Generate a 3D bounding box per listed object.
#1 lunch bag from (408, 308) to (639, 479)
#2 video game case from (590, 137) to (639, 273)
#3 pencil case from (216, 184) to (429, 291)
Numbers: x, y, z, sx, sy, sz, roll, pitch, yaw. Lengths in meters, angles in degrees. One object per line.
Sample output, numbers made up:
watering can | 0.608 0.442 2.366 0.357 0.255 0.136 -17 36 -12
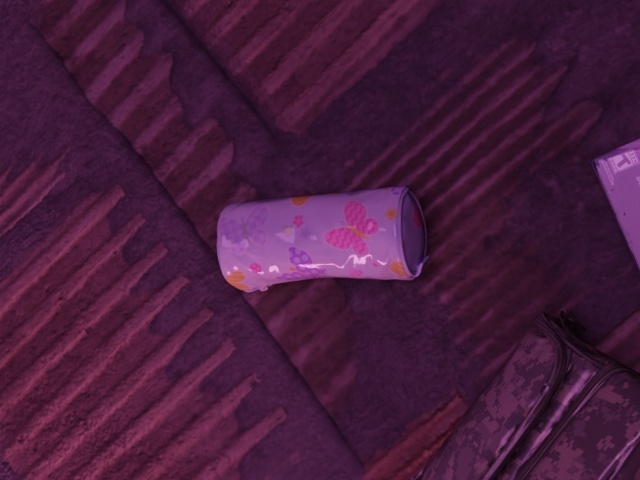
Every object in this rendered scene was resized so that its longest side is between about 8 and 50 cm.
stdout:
lunch bag | 0.258 0.257 1.170 0.305 0.213 0.256 -56 38 8
video game case | 0.479 -0.061 1.207 0.274 0.026 0.196 -25 75 20
pencil case | 0.000 0.000 1.356 0.273 0.113 0.124 -6 92 23
